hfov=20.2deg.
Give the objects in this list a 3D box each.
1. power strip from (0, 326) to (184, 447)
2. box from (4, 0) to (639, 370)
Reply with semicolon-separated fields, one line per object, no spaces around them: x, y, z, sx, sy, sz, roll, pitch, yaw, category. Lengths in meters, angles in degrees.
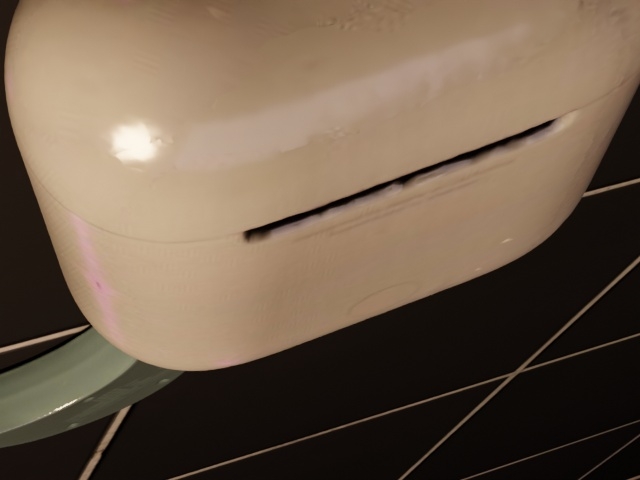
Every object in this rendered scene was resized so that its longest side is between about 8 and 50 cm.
-0.146;0.079;1.190;0.216;0.044;0.137;-29;162;20;power strip
0.009;-0.059;0.824;0.288;0.141;0.349;-19;162;-9;box
